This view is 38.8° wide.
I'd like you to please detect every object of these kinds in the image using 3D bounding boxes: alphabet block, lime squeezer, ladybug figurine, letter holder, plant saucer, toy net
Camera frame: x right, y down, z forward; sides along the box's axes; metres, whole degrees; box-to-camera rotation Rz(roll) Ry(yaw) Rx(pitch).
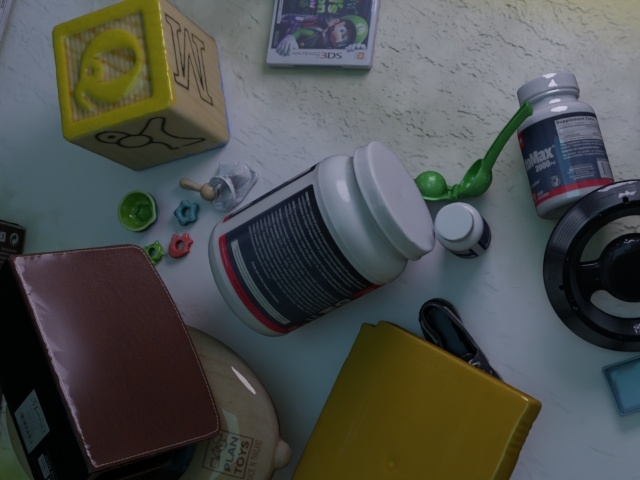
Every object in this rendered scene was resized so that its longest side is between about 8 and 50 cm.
[{"bbox_3d":[-0.274,-0.238,1.407,0.192,0.197,0.193,-15,76,16],"label":"alphabet block"},{"bbox_3d":[0.168,-0.095,1.278,0.310,0.110,0.059,-16,49,31],"label":"lime squeezer"},{"bbox_3d":[-0.243,0.268,1.326,0.449,0.162,0.305,12,83,22],"label":"ladybug figurine"},{"bbox_3d":[-0.292,0.172,1.212,0.152,0.214,0.302,-45,64,40],"label":"letter holder"},{"bbox_3d":[0.468,0.166,1.172,0.192,0.018,0.067,-22,74,16],"label":"plant saucer"},{"bbox_3d":[-0.204,-0.050,1.432,0.232,0.045,0.122,-23,74,14],"label":"toy net"}]

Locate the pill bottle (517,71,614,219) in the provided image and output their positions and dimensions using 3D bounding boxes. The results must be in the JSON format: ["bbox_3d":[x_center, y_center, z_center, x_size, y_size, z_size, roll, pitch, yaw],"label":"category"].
[{"bbox_3d":[0.325,-0.128,1.224,0.108,0.108,0.180,-15,75,17],"label":"pill bottle"}]

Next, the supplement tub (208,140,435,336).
[{"bbox_3d":[0.000,0.000,1.255,0.272,0.191,0.191,-28,72,23],"label":"supplement tub"}]

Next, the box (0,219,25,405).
[{"bbox_3d":[-0.629,0.150,1.500,0.191,0.143,0.381,2,83,19],"label":"box"}]

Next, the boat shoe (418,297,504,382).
[{"bbox_3d":[0.193,0.172,1.242,0.075,0.065,0.206,-31,72,12],"label":"boat shoe"}]

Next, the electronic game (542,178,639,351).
[{"bbox_3d":[0.401,0.034,1.162,0.229,0.048,0.229,1,106,5],"label":"electronic game"}]

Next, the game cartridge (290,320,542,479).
[{"bbox_3d":[0.108,0.297,1.209,0.285,0.052,0.324,27,92,40],"label":"game cartridge"}]

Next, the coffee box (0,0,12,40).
[{"bbox_3d":[-0.784,-0.375,1.538,0.337,0.334,0.338,11,83,22],"label":"coffee box"}]

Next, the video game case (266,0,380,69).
[{"bbox_3d":[0.008,-0.363,1.423,0.173,0.022,0.190,5,82,20],"label":"video game case"}]

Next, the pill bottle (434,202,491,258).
[{"bbox_3d":[0.193,-0.015,1.244,0.067,0.120,0.067,-3,80,18],"label":"pill bottle"}]
